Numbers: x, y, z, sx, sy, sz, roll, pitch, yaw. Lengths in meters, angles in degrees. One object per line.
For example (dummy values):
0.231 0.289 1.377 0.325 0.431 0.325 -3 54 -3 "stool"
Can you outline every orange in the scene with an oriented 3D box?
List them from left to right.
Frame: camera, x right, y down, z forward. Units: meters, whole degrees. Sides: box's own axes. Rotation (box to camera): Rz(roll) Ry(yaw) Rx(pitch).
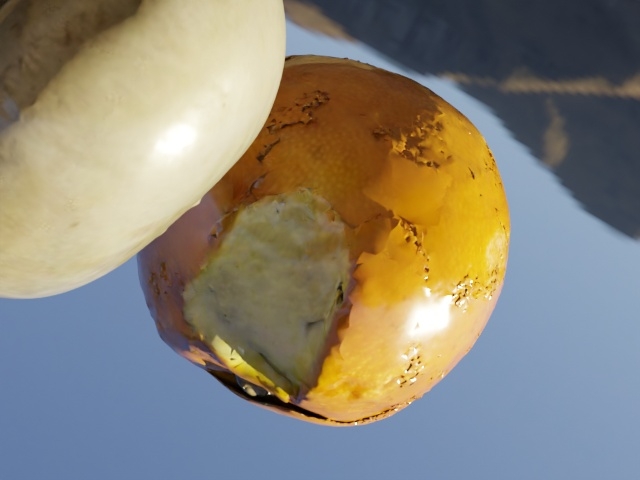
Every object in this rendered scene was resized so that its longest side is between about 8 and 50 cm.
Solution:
0.000 0.000 1.087 0.240 0.240 0.240 27 -166 -8 "orange"

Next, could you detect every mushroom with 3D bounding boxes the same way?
-0.123 -0.077 0.834 0.178 0.226 0.226 44 -165 1 "mushroom"
